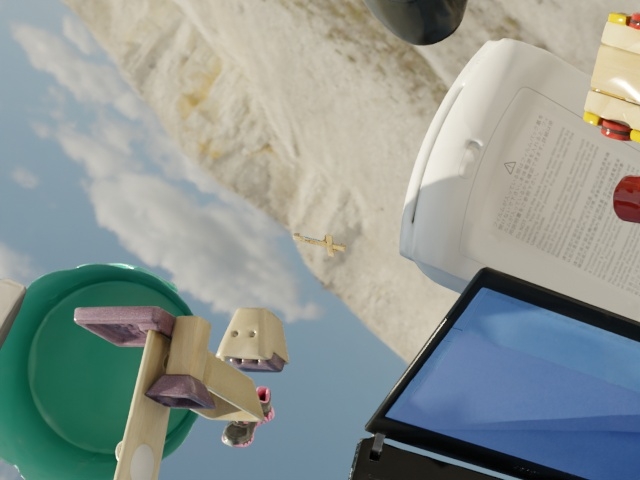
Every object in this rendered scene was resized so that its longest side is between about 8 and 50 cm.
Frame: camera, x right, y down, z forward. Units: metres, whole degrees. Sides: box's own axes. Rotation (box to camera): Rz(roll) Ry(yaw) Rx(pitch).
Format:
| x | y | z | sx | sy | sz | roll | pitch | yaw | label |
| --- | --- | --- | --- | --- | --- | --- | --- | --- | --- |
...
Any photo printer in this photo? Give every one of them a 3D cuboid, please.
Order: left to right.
| x | y | z | sx | sy | sz | roll | pitch | yaw | label |
| --- | --- | --- | --- | --- | --- | --- | --- | --- | --- |
| 0.235 | -0.043 | 0.903 | 0.307 | 0.256 | 0.107 | 22 | 180 | -24 | photo printer |

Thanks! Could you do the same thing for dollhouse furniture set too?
| x | y | z | sx | sy | sz | roll | pitch | yaw | label |
| --- | --- | --- | --- | --- | --- | --- | --- | --- | --- |
| -0.044 | 0.085 | 0.374 | 0.091 | 0.081 | 0.114 | -2 | 155 | 22 | dollhouse furniture set |

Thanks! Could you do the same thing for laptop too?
| x | y | z | sx | sy | sz | roll | pitch | yaw | label |
| --- | --- | --- | --- | --- | --- | --- | --- | --- | --- |
| 0.140 | 0.185 | 0.529 | 0.234 | 0.264 | 0.136 | 20 | 164 | -12 | laptop |

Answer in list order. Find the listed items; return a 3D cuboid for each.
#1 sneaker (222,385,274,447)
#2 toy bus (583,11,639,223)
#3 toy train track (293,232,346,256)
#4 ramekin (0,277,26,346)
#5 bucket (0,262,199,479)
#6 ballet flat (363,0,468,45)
| x | y | z | sx | sy | sz | roll | pitch | yaw | label |
| --- | --- | --- | --- | --- | --- | --- | --- | --- | --- |
| -0.104 | 0.251 | 1.272 | 0.047 | 0.057 | 0.119 | 17 | -153 | 17 | sneaker |
| 0.303 | -0.110 | 0.664 | 0.104 | 0.191 | 0.202 | -6 | -108 | -32 | toy bus |
| 0.000 | 0.000 | 1.319 | 0.083 | 0.014 | 0.048 | 13 | 141 | 16 | toy train track |
| -0.401 | 0.139 | 0.836 | 0.127 | 0.273 | 0.273 | 27 | -167 | -13 | ramekin |
| -0.271 | 0.162 | 1.099 | 0.281 | 0.281 | 0.183 | 38 | 173 | -1 | bucket |
| 0.042 | -0.262 | 0.622 | 0.096 | 0.095 | 0.280 | -79 | -27 | -61 | ballet flat |
